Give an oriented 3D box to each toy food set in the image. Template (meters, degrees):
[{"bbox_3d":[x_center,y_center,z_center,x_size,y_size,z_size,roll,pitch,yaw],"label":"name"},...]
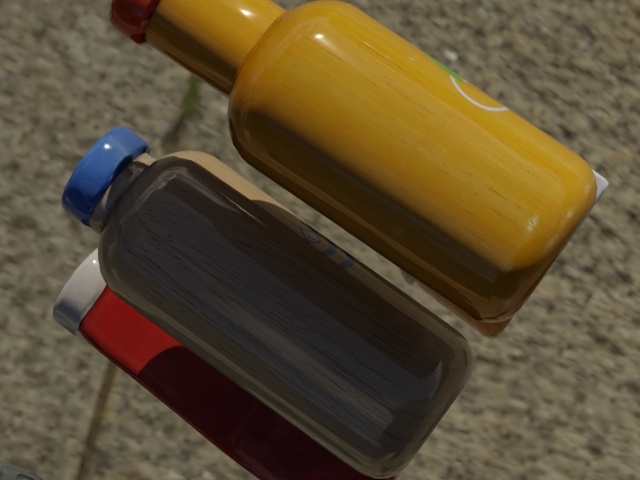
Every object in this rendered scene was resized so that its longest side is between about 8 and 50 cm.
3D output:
[{"bbox_3d":[0.000,0.000,0.466,0.104,0.232,0.111,36,94,6],"label":"toy food set"}]

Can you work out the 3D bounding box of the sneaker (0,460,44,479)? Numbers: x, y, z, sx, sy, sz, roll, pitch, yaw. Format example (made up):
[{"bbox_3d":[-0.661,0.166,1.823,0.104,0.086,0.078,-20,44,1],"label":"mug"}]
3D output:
[{"bbox_3d":[-0.199,0.207,0.737,0.271,0.100,0.108,-57,14,-19],"label":"sneaker"}]
